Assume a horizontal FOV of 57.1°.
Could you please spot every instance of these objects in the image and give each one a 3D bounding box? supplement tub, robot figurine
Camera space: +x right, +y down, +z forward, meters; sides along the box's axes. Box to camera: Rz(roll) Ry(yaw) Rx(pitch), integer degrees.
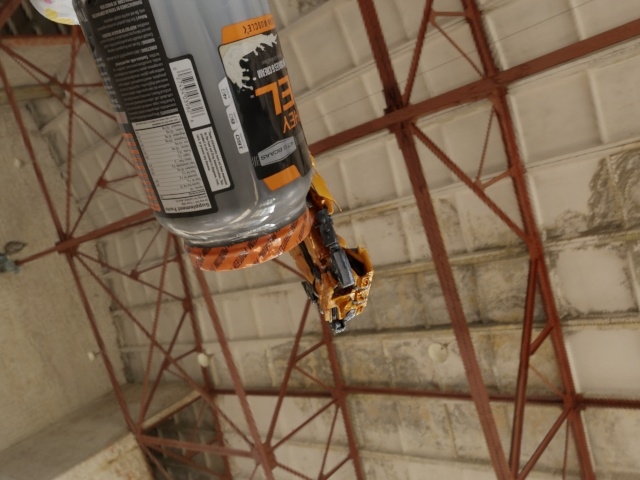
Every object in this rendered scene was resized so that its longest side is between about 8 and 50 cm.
[{"bbox_3d":[-0.122,-0.138,0.649,0.193,0.193,0.316,6,-59,41],"label":"supplement tub"},{"bbox_3d":[0.000,0.000,0.944,0.211,0.085,0.291,96,-28,-54],"label":"robot figurine"}]

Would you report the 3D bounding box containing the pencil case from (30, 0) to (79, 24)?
[{"bbox_3d":[-0.395,-0.452,0.926,0.273,0.113,0.124,-21,-86,59],"label":"pencil case"}]
